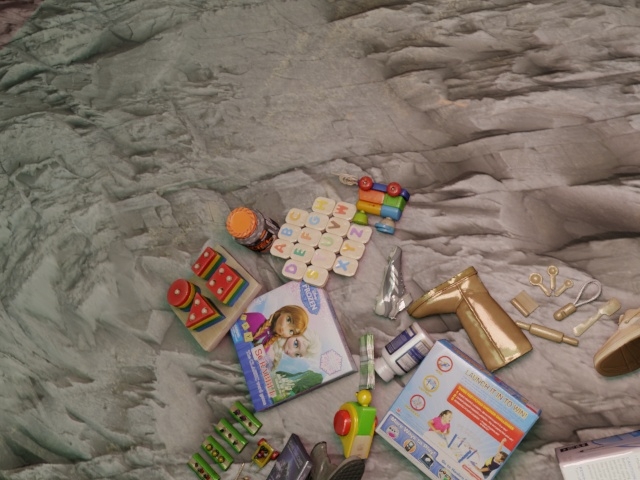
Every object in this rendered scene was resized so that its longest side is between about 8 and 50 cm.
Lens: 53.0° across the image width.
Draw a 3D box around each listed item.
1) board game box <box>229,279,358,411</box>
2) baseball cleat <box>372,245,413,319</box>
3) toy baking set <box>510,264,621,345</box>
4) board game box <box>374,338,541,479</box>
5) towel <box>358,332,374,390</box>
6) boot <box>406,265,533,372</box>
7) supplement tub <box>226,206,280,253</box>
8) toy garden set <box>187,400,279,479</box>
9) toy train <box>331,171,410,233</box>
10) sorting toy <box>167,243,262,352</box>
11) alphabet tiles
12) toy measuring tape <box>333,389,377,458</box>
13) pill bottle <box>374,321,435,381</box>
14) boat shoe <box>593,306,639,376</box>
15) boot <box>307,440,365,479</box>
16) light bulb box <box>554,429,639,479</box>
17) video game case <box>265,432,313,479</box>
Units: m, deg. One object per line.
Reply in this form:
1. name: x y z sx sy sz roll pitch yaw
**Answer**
1. board game box: -0.092 0.297 1.891 0.318 0.066 0.318 -27 69 11
2. baseball cleat: 0.221 0.123 1.835 0.109 0.072 0.205 17 87 8
3. toy baking set: 0.637 0.174 1.687 0.256 0.030 0.196 22 85 23
4. board game box: 0.350 0.466 1.657 0.308 0.086 0.302 37 101 23
5. towel: 0.123 0.339 1.785 0.023 0.113 0.152 3 75 -13
6. boot: 0.394 0.235 1.728 0.236 0.089 0.269 -35 72 15
7. supplement tub: -0.202 -0.031 1.944 0.117 0.190 0.117 -5 75 19
8. toy garden set: -0.256 0.630 1.875 0.204 0.049 0.244 38 91 23
9. toy train: 0.126 -0.110 1.895 0.248 0.105 0.143 14 82 22
10. sorting toy: -0.346 0.160 1.960 0.255 0.089 0.257 -52 49 1
11. alphabet tiles: 0.000 0.000 1.918 0.278 0.021 0.284 16 67 22
12. toy measuring tape: 0.080 0.557 1.762 0.121 0.121 0.330 17 101 22
13. pill bottle: 0.227 0.310 1.762 0.169 0.094 0.094 -40 68 6
14. boat shoe: 0.796 0.220 1.592 0.302 0.109 0.098 -40 28 6
15. boot: 0.019 0.598 1.698 0.246 0.083 0.161 -60 34 32
16. light bulb box: 0.726 0.538 1.389 0.361 0.358 0.225 -18 74 13
17. video game case: -0.116 0.684 1.750 0.026 0.196 0.274 31 87 -15
